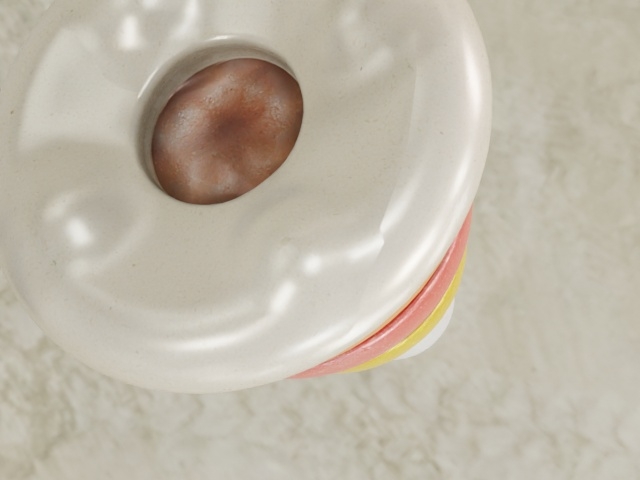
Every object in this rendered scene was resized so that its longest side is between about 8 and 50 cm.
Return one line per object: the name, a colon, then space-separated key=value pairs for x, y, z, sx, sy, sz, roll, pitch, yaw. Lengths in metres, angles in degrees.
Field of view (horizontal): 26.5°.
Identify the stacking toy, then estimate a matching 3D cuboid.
stacking toy: x=0.000 y=0.000 z=1.051 sx=0.350 sy=0.350 sz=0.480 roll=-46 pitch=151 yaw=-3
